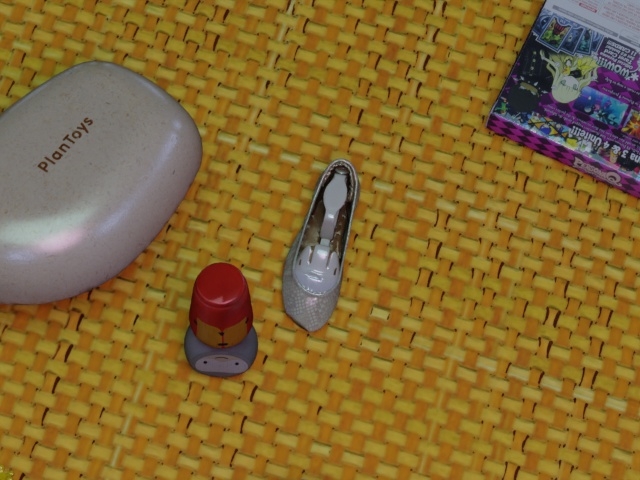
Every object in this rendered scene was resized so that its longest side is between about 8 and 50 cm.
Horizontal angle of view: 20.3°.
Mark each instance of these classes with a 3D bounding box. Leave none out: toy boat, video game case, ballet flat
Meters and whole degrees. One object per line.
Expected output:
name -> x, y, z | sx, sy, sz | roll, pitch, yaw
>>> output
toy boat -> -0.183, 0.000, 1.612 | 0.318, 0.148, 0.267 | 39, 66, 18
video game case -> 0.307, -0.153, 1.750 | 0.232, 0.042, 0.210 | 25, 69, 5
ballet flat -> 0.000, 0.000, 1.660 | 0.057, 0.052, 0.168 | 12, 69, -1

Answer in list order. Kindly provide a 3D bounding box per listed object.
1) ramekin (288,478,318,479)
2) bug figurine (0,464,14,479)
ramekin -> -0.017, 0.300, 1.516 | 0.207, 0.109, 0.207 | 1, 69, -4
bug figurine -> -0.264, 0.300, 1.515 | 0.279, 0.072, 0.216 | 11, 63, 4
